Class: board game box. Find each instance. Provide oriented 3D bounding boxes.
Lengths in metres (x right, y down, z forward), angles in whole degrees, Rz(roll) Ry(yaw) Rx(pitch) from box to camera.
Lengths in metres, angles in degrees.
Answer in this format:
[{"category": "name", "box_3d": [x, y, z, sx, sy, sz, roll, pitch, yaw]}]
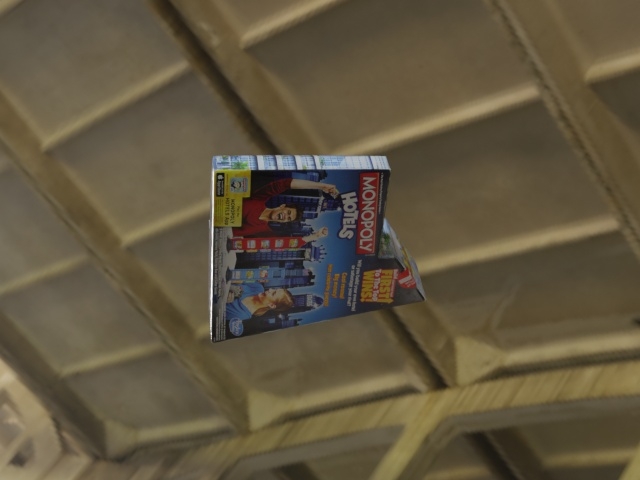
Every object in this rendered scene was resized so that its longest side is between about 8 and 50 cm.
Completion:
[{"category": "board game box", "box_3d": [0.000, 0.000, 0.966, 0.194, 0.060, 0.194, -1, -50, -8]}]
